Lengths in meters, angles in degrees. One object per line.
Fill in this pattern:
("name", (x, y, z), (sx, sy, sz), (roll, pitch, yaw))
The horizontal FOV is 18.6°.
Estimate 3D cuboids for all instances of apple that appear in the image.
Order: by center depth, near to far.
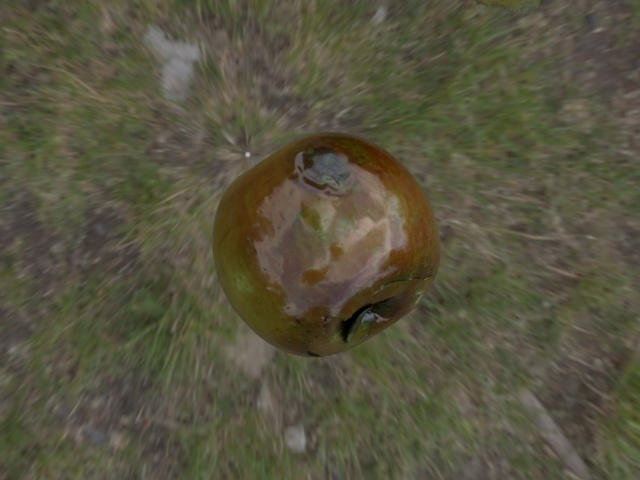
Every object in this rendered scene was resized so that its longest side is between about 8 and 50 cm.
("apple", (0.000, 0.000, 0.963), (0.099, 0.114, 0.102), (-16, 67, -34))

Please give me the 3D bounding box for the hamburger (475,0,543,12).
("hamburger", (0.069, -0.275, 1.026), (0.132, 0.211, 0.309), (-22, 66, -11))
